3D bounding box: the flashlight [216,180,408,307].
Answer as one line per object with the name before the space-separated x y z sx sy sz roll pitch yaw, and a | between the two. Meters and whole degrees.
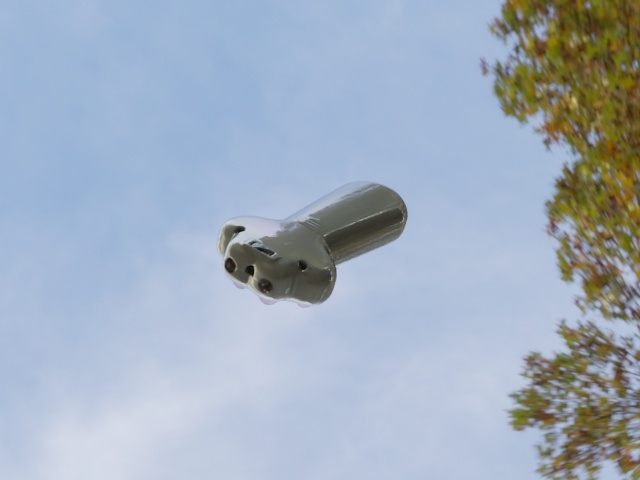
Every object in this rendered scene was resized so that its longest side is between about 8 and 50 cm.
flashlight | 0.000 0.000 1.023 0.093 0.200 0.048 29 -62 21
